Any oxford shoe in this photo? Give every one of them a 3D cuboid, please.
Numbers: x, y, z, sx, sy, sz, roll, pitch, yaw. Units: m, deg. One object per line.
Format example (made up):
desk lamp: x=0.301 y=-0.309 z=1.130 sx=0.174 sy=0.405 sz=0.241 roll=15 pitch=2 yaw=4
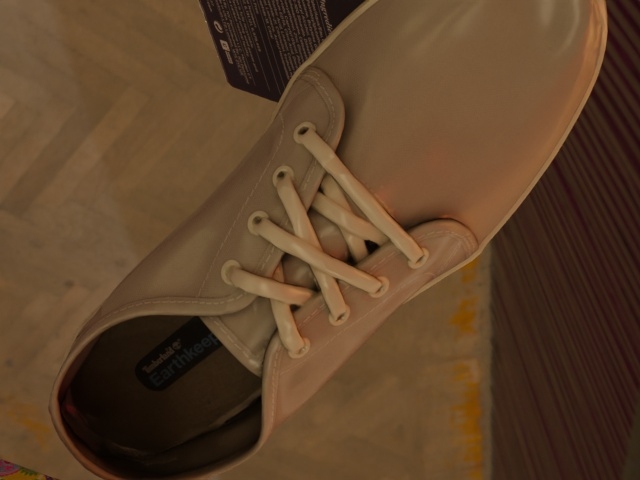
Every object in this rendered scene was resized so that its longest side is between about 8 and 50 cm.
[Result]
oxford shoe: x=0.000 y=0.000 z=0.575 sx=0.449 sy=0.130 sz=0.169 roll=-43 pitch=100 yaw=12

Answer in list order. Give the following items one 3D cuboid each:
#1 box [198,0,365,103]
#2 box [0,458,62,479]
box: x=0.072 y=-0.318 z=1.219 sx=0.293 sy=0.395 sz=0.212 roll=-38 pitch=131 yaw=-25
box: x=-0.192 y=0.317 z=0.484 sx=0.177 sy=0.290 sz=0.279 roll=7 pitch=127 yaw=33
